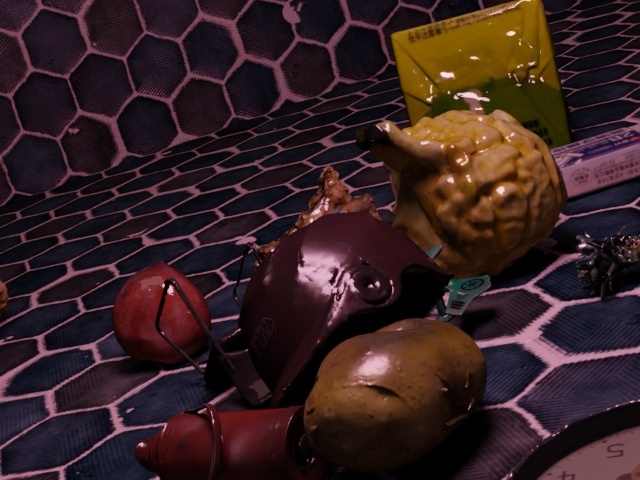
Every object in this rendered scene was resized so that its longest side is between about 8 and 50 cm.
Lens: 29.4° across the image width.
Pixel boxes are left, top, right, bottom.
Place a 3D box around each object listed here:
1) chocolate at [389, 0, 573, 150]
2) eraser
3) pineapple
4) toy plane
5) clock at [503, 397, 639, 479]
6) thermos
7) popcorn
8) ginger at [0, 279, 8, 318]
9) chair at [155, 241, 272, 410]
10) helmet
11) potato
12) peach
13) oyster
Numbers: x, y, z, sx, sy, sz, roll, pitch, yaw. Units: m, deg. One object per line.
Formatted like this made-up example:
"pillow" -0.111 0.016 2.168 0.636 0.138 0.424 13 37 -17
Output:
"chocolate" 0.312 -0.287 2.317 0.301 0.288 0.137 -12 6 19
"eraser" 0.478 -0.136 2.015 0.210 0.068 0.124 -18 15 -4
"pineapple" 0.432 0.008 1.552 0.221 0.083 0.103 -16 15 13
"toy plane" 0.073 0.071 1.703 0.382 0.106 0.155 -4 27 36
"clock" 0.301 0.219 1.026 0.313 0.061 0.312 -16 15 4
"thermos" -0.105 0.235 1.350 0.232 0.098 0.124 -9 -17 33
"popcorn" 0.209 -0.067 1.768 0.293 0.293 0.237 0 30 46
"ginger" -0.678 0.101 2.312 0.152 0.138 0.267 -20 10 -28
"chair" -0.103 0.140 1.647 0.140 0.221 0.145 -27 -24 -27
"helmet" 0.005 0.071 1.451 0.305 0.177 0.225 -20 -27 -46
"potato" 0.086 0.161 1.296 0.169 0.143 0.248 5 13 30
"peach" -0.231 0.104 1.816 0.152 0.152 0.152 -16 16 5
"oyster" 0.000 0.000 1.719 0.214 0.083 0.223 -45 35 -16
